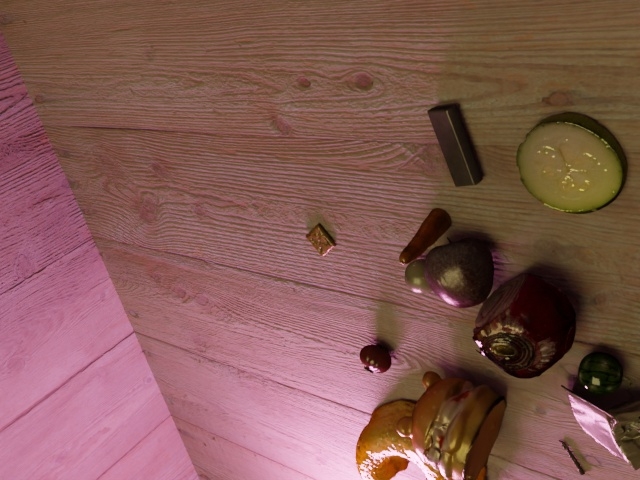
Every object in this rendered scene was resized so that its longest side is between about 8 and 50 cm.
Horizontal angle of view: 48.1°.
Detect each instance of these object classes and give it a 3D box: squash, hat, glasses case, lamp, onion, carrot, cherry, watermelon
[{"bbox_3d":[0.507,-0.151,1.456,0.219,0.041,0.219,25,138,24],"label":"squash"},{"bbox_3d":[0.699,0.403,1.684,0.214,0.149,0.244,58,179,-36],"label":"hat"},{"bbox_3d":[0.301,-0.210,1.599,0.072,0.042,0.190,0,120,52],"label":"glasses case"},{"bbox_3d":[0.165,0.352,2.141,0.101,0.090,0.101,32,173,4],"label":"lamp"},{"bbox_3d":[0.481,0.192,1.624,0.207,0.216,0.206,43,125,-6],"label":"onion"},{"bbox_3d":[0.240,-0.001,1.693,0.061,0.210,0.061,21,132,25],"label":"carrot"},{"bbox_3d":[0.297,0.093,1.820,0.163,0.091,0.090,2,122,27],"label":"lamp"},{"bbox_3d":[0.328,0.077,1.708,0.176,0.140,0.176,1,92,33],"label":"cherry"},{"bbox_3d":[0.641,0.303,1.633,0.109,0.109,0.108,25,135,28],"label":"watermelon"}]

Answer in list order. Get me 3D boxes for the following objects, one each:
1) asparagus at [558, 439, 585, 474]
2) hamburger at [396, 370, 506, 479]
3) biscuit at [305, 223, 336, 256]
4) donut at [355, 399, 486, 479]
[{"bbox_3d":[0.663,0.571,1.892,0.015,0.014,0.114,-29,98,34],"label":"asparagus"},{"bbox_3d":[0.351,0.500,1.948,0.237,0.276,0.276,22,133,28],"label":"hamburger"},{"bbox_3d":[0.000,0.000,2.076,0.083,0.018,0.081,51,142,0],"label":"biscuit"},{"bbox_3d":[0.290,0.685,2.225,0.435,0.163,0.377,22,132,32],"label":"donut"}]
